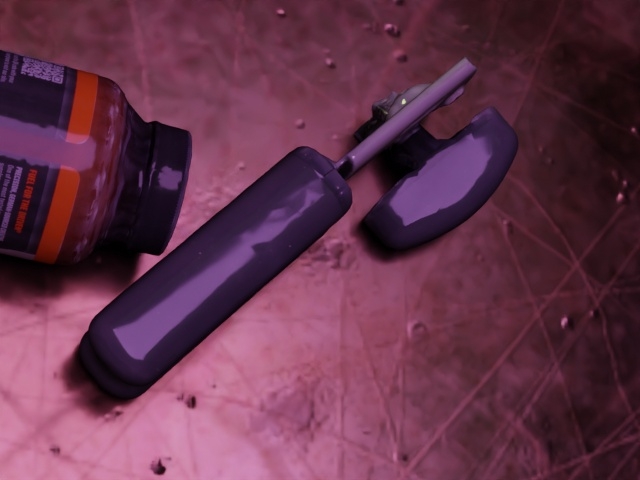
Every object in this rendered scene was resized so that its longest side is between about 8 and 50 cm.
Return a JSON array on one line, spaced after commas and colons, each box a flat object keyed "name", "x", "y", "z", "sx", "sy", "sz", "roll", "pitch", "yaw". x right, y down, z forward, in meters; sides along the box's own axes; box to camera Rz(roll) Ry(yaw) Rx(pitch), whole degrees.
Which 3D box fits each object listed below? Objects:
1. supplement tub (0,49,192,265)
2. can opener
[{"name": "supplement tub", "x": -0.170, "y": -0.047, "z": 0.829, "sx": 0.198, "sy": 0.106, "sz": 0.106, "roll": 14, "pitch": 70, "yaw": -13}, {"name": "can opener", "x": 0.000, "y": 0.000, "z": 0.885, "sx": 0.283, "sy": 0.076, "sz": 0.095, "roll": -41, "pitch": 88, "yaw": -22}]
